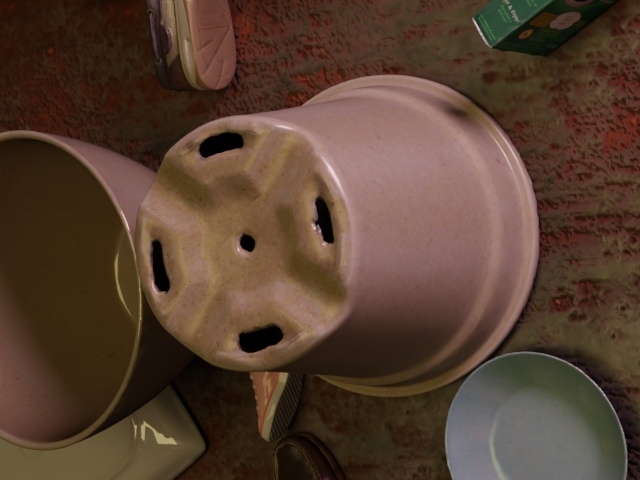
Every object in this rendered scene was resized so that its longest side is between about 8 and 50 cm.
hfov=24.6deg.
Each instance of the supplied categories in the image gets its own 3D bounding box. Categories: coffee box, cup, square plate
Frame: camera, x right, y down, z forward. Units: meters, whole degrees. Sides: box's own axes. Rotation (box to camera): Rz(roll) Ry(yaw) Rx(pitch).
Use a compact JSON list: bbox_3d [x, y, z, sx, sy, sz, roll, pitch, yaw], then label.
[{"bbox_3d":[0.240,-0.239,1.339,0.184,0.113,0.040,-37,71,32],"label":"coffee box"},{"bbox_3d":[-0.236,0.045,1.599,0.331,0.237,0.331,3,96,37],"label":"cup"},{"bbox_3d":[-0.338,0.207,1.798,0.347,0.049,0.344,-43,71,28],"label":"square plate"}]

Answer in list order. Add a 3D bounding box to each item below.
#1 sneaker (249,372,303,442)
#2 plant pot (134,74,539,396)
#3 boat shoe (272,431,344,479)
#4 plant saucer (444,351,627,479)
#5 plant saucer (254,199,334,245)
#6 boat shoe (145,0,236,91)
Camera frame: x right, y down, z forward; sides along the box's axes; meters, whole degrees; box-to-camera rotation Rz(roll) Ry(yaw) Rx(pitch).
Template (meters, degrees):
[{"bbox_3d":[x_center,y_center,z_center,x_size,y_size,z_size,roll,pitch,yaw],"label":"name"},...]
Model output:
[{"bbox_3d":[-0.058,0.149,1.604,0.070,0.051,0.134,15,95,27],"label":"sneaker"},{"bbox_3d":[0.000,0.000,1.378,0.334,0.305,0.333,1,92,27],"label":"plant pot"},{"bbox_3d":[-0.004,0.307,1.569,0.073,0.073,0.207,-31,75,32],"label":"boat shoe"},{"bbox_3d":[0.215,0.203,1.435,0.195,0.037,0.194,3,95,34],"label":"plant saucer"},{"bbox_3d":[-0.050,-0.032,1.598,0.168,0.029,0.168,3,96,33],"label":"plant saucer"},{"bbox_3d":[-0.162,-0.302,1.609,0.092,0.103,0.285,-6,96,29],"label":"boat shoe"}]
